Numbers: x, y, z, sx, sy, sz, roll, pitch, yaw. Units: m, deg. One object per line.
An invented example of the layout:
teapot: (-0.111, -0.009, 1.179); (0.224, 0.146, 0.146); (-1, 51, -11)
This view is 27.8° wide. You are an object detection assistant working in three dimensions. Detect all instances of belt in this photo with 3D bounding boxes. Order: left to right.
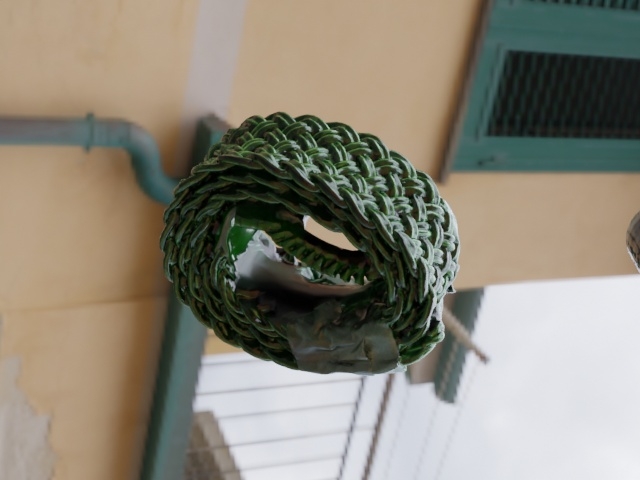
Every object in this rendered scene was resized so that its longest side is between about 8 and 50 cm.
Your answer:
belt: (0.000, 0.000, 0.652); (0.151, 0.079, 0.121); (21, -53, 13)

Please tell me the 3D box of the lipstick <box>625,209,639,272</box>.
lipstick: (0.170, 0.032, 0.555); (0.141, 0.040, 0.040); (-102, -153, -54)
